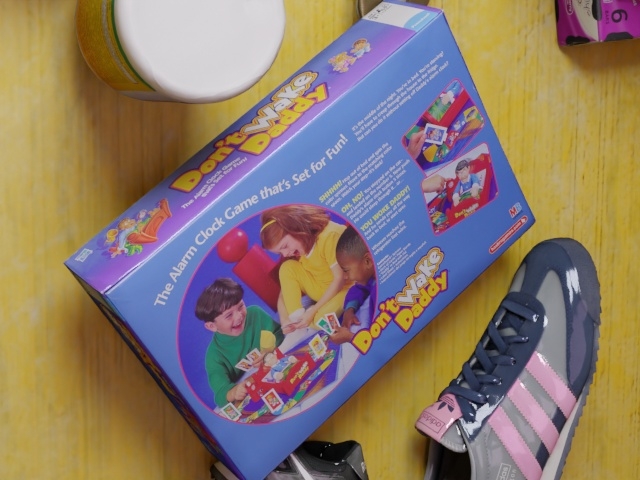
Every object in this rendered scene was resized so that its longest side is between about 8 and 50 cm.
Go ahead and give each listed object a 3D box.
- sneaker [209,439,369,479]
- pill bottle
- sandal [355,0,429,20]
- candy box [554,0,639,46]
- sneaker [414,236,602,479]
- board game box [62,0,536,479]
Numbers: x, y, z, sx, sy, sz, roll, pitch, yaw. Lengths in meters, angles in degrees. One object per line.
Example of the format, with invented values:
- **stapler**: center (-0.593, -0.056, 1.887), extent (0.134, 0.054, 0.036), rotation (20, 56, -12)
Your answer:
- **sneaker**: center (0.018, 0.236, 1.025), extent (0.234, 0.078, 0.106), rotation (43, 82, -20)
- **pill bottle**: center (-0.114, -0.160, 0.848), extent (0.118, 0.208, 0.117), rotation (-3, 98, -22)
- **sandal**: center (0.064, -0.260, 1.003), extent (0.072, 0.049, 0.180), rotation (15, 76, -29)
- **candy box**: center (0.335, -0.275, 1.098), extent (0.234, 0.071, 0.159), rotation (-11, 100, -22)
- **sneaker**: center (0.160, 0.144, 1.055), extent (0.131, 0.112, 0.318), rotation (13, 90, -27)
- **board game box**: center (0.000, 0.000, 0.948), extent (0.347, 0.078, 0.233), rotation (-41, 125, -16)
